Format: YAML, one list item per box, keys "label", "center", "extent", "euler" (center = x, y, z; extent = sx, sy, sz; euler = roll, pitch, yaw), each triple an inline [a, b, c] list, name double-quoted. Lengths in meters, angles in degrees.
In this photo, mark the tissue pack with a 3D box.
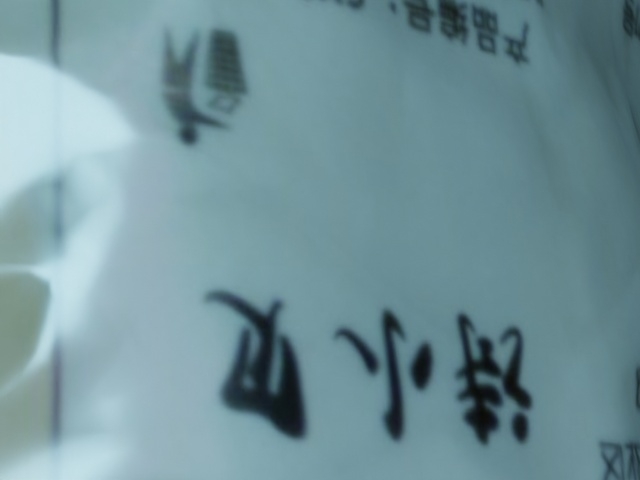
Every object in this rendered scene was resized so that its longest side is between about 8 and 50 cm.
- label: "tissue pack"
  center: [0.000, 0.000, 0.471]
  extent: [0.376, 0.195, 0.390]
  euler: [9, 70, -44]
